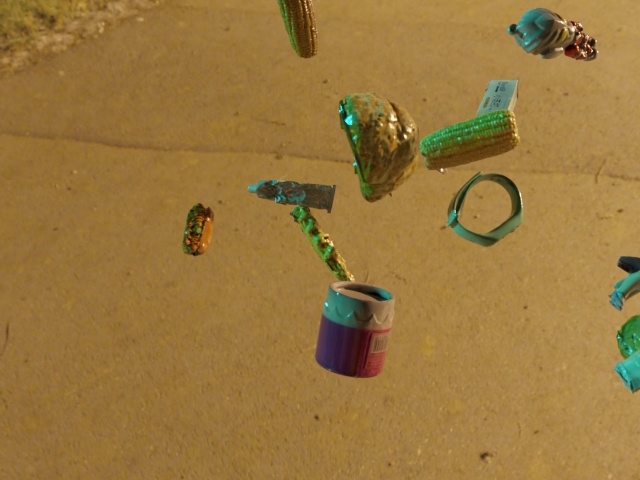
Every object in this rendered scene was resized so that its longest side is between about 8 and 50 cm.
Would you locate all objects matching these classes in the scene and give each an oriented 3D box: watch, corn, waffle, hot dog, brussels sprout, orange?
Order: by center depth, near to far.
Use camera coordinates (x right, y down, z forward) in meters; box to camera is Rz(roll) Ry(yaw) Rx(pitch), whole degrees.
[{"bbox_3d":[0.252,-0.168,1.096,0.165,0.085,0.063,-14,67,17],"label":"corn"},{"bbox_3d":[-0.055,-0.513,1.433,0.080,0.231,0.080,-8,43,7],"label":"corn"},{"bbox_3d":[0.823,0.257,1.595,0.152,0.122,0.149,-20,51,26],"label":"brussels sprout"},{"bbox_3d":[-0.311,-0.032,1.634,0.072,0.055,0.188,-4,42,1],"label":"hot dog"},{"bbox_3d":[0.467,-0.087,1.824,0.237,0.068,0.195,-34,83,-18],"label":"watch"},{"bbox_3d":[0.178,-0.268,1.829,0.210,0.368,0.270,-6,69,6],"label":"orange"},{"bbox_3d":[-0.003,0.002,1.988,0.060,0.312,0.307,-35,47,-5],"label":"waffle"}]

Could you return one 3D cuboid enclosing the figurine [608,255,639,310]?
[{"bbox_3d":[0.656,0.023,1.249,0.260,0.205,0.103,-42,46,1],"label":"figurine"}]

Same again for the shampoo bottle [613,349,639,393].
[{"bbox_3d":[0.553,0.158,0.983,0.212,0.049,0.072,-36,10,10],"label":"shampoo bottle"}]

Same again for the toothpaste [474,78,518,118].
[{"bbox_3d":[0.474,-0.346,1.745,0.089,0.071,0.313,4,37,23],"label":"toothpaste"}]

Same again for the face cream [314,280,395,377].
[{"bbox_3d":[0.085,0.213,1.569,0.175,0.194,0.175,10,10,-2],"label":"face cream"}]

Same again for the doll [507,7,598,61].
[{"bbox_3d":[0.390,-0.340,1.074,0.180,0.079,0.094,5,77,-23],"label":"doll"}]

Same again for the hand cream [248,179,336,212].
[{"bbox_3d":[-0.086,-0.138,1.870,0.257,0.084,0.050,10,7,8],"label":"hand cream"}]

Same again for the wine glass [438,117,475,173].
[{"bbox_3d":[0.443,-0.300,2.049,0.079,0.195,0.079,25,41,-25],"label":"wine glass"}]
